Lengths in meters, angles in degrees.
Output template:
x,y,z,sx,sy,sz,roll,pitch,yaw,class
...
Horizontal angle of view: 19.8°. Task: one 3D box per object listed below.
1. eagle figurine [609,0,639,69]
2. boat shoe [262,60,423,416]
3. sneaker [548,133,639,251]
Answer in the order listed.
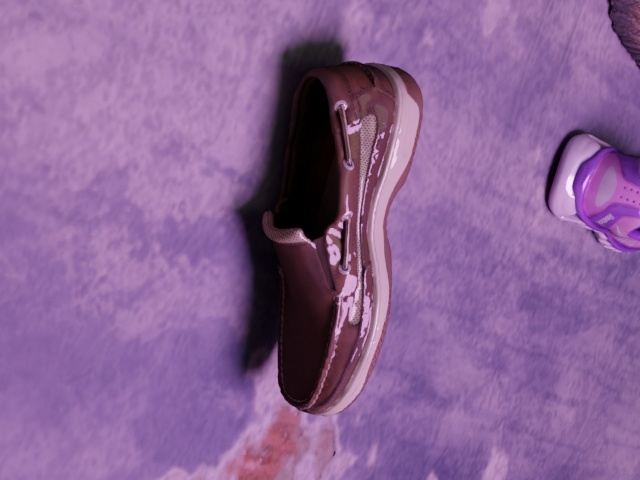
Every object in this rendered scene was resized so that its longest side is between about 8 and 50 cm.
x,y,z,sx,sy,sz,roll,pitch,yaw,class
0.403,-0.181,1.665,0.225,0.226,0.298,69,20,3,eagle figurine
-0.005,-0.002,1.295,0.095,0.095,0.257,3,98,-41,boat shoe
0.304,-0.030,1.692,0.236,0.104,0.095,14,94,-57,sneaker
